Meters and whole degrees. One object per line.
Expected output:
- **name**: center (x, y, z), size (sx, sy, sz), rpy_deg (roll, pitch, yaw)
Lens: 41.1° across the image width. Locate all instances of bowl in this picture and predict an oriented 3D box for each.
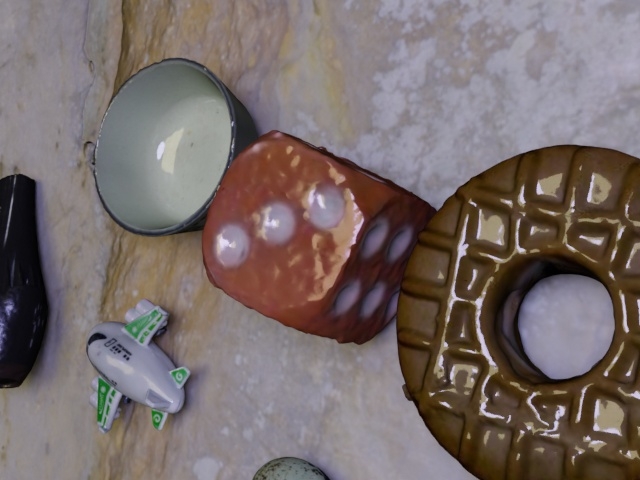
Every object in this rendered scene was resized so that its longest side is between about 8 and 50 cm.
- **bowl**: center (-0.157, -0.101, 1.024), size (0.211, 0.112, 0.212), rpy_deg (-6, 79, 30)

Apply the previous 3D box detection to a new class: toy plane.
- **toy plane**: center (-0.229, 0.157, 1.046), size (0.173, 0.080, 0.174), rpy_deg (-6, 78, 32)

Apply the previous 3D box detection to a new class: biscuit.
- **biscuit**: center (0.223, 0.075, 0.776), size (0.331, 0.103, 0.332), rpy_deg (-5, 81, 30)

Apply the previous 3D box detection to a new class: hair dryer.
- **hair dryer**: center (-0.517, 0.089, 1.230), size (0.359, 0.120, 0.304), rpy_deg (-25, 62, 34)

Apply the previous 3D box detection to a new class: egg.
- **egg**: center (-0.024, 0.277, 0.903), size (0.110, 0.085, 0.085), rpy_deg (21, 93, 24)

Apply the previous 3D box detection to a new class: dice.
- **dice**: center (0.000, 0.000, 0.882), size (0.179, 0.175, 0.174), rpy_deg (31, 98, 27)
